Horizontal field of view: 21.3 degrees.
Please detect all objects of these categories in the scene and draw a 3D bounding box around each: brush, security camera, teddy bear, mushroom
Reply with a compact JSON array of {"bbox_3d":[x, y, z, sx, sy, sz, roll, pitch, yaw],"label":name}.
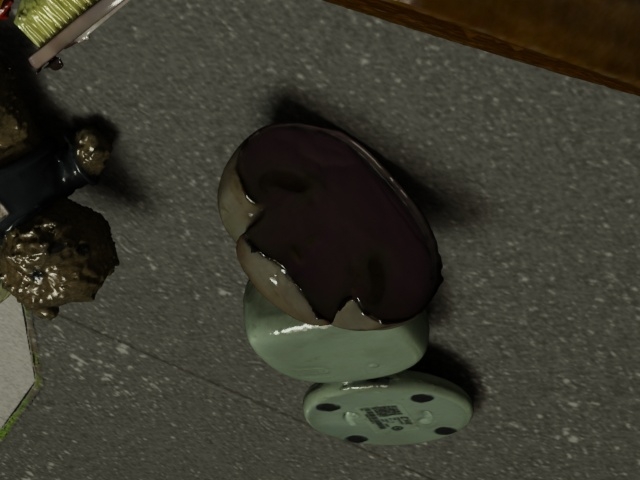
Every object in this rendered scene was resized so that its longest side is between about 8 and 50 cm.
[{"bbox_3d":[-0.128,-0.203,1.184,0.067,0.072,0.313,50,140,-13],"label":"brush"},{"bbox_3d":[0.038,0.103,1.506,0.157,0.080,0.301,-8,149,17],"label":"security camera"},{"bbox_3d":[-0.262,-0.052,1.410,0.182,0.129,0.251,-31,120,1],"label":"teddy bear"},{"bbox_3d":[0.000,0.000,1.318,0.188,0.141,0.117,43,156,0],"label":"mushroom"}]

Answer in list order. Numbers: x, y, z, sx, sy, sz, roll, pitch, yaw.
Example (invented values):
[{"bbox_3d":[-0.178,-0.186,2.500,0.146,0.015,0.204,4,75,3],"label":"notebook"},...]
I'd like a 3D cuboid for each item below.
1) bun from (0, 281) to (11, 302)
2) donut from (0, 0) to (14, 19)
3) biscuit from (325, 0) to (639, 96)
[{"bbox_3d":[-0.340,-0.019,1.492,0.164,0.188,0.111,14,126,-45],"label":"bun"},{"bbox_3d":[-0.341,-0.215,1.275,0.235,0.089,0.235,15,145,11],"label":"donut"},{"bbox_3d":[0.054,-0.157,0.960,0.350,0.070,0.394,22,-172,35],"label":"biscuit"}]
